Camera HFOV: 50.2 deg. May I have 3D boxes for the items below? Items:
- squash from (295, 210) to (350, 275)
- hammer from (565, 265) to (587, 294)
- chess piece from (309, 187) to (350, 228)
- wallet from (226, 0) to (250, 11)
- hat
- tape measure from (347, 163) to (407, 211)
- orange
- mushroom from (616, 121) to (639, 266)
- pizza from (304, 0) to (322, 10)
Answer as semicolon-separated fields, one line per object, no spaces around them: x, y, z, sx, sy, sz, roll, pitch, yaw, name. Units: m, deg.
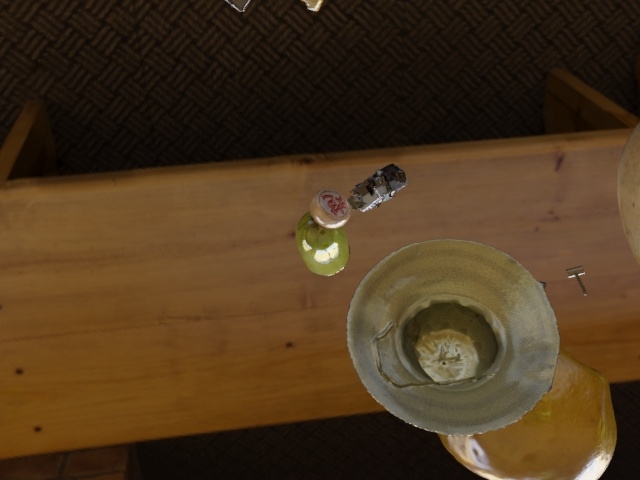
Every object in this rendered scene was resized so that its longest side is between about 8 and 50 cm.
0.000;0.000;1.722;0.132;0.132;0.247;-20;161;2;squash
0.546;0.085;1.438;0.035;0.110;0.019;-17;109;14;hammer
0.019;-0.062;1.338;0.083;0.084;0.038;24;139;-20;chess piece
-0.115;-0.517;1.138;0.124;0.025;0.244;41;119;-1;wallet
0.156;0.128;0.829;0.252;0.252;0.110;-10;147;-3;hat
0.099;-0.089;1.129;0.091;0.094;0.054;-35;86;33;tape measure
0.310;0.257;1.042;0.279;0.279;0.235;25;89;-20;orange
0.265;-0.030;0.422;0.166;0.127;0.166;-6;102;-28;mushroom
-0.032;-0.581;1.312;0.056;0.134;0.271;-21;101;-41;pizza
